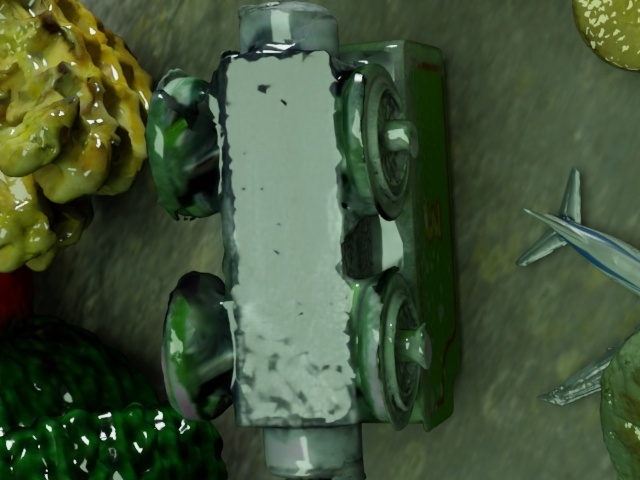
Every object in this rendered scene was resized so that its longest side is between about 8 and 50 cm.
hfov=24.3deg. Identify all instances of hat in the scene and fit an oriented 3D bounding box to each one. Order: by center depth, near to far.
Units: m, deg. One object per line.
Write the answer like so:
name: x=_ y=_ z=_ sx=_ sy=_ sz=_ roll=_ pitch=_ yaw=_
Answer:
hat: x=-0.215 y=0.129 z=1.084 sx=0.242 sy=0.274 sz=0.332 roll=-24 pitch=75 yaw=24

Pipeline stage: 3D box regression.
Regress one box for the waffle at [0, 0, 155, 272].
waffle: x=-0.256 y=-0.143 z=1.072 sx=0.151 sy=0.261 sz=0.324 roll=-37 pitch=99 yaw=16

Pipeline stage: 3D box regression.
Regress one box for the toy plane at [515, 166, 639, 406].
toy plane: x=0.239 y=0.036 z=1.010 sx=0.226 sy=0.058 sz=0.226 roll=32 pitch=99 yaw=14

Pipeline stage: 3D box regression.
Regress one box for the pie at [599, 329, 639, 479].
pie: x=0.291 y=0.141 z=0.962 sx=0.240 sy=0.054 sz=0.240 roll=10 pitch=120 yaw=17

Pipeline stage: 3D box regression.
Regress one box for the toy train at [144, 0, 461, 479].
toy train: x=0.000 y=0.000 z=0.997 sx=0.173 sy=0.249 sz=0.307 roll=-3 pitch=91 yaw=18

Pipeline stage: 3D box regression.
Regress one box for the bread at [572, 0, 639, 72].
bread: x=0.277 y=-0.202 z=0.973 sx=0.245 sy=0.094 sz=0.102 roll=-39 pitch=88 yaw=18
